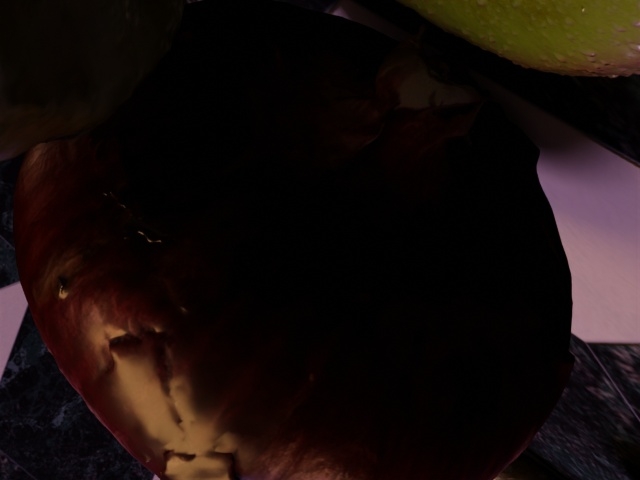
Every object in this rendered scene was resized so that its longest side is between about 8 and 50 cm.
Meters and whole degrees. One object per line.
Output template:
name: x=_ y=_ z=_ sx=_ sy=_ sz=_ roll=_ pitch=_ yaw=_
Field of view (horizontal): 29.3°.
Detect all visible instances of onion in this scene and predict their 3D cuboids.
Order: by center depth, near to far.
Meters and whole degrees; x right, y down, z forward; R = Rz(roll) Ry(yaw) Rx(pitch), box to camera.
onion: x=0.000 y=0.000 z=0.626 sx=0.314 sy=0.314 sz=0.232 roll=43 pitch=134 yaw=1

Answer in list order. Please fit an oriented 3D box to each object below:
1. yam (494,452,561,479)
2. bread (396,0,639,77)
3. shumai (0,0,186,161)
yam: x=0.281 y=0.308 z=1.281 sx=0.274 sy=0.061 sz=0.061 roll=36 pitch=166 yaw=26
bread: x=0.039 y=-0.165 z=0.448 sx=0.301 sy=0.045 sz=0.301 roll=39 pitch=167 yaw=11
shumai: x=-0.180 y=-0.218 z=0.372 sx=0.324 sy=0.397 sz=0.323 roll=32 pitch=127 yaw=12
